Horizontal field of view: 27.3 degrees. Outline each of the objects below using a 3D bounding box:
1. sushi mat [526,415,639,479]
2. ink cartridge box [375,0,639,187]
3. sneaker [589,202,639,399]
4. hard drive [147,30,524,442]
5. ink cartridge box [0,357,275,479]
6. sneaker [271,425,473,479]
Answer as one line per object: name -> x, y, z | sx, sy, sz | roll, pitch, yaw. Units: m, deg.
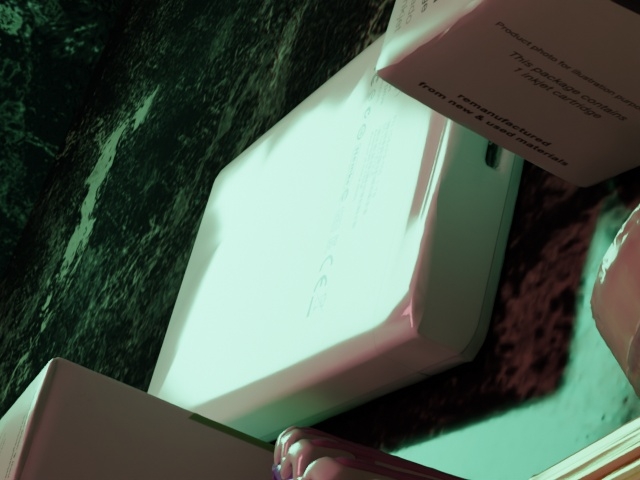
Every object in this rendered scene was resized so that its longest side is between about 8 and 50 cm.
sushi mat -> 0.070, 0.147, 0.446 | 0.316, 0.019, 0.151 | -44, 27, 46
ink cartridge box -> 0.155, -0.160, 0.454 | 0.278, 0.117, 0.201 | -27, 42, 60
sneaker -> 0.179, -0.033, 0.261 | 0.302, 0.108, 0.121 | -58, 36, 33
hard drive -> 0.000, 0.000, 0.771 | 0.353, 0.047, 0.233 | -32, 37, 56
ink cartridge box -> -0.118, 0.169, 0.696 | 0.219, 0.160, 0.092 | -45, 27, 46
sneaker -> 0.033, 0.130, 0.404 | 0.104, 0.095, 0.236 | -72, 20, 3
